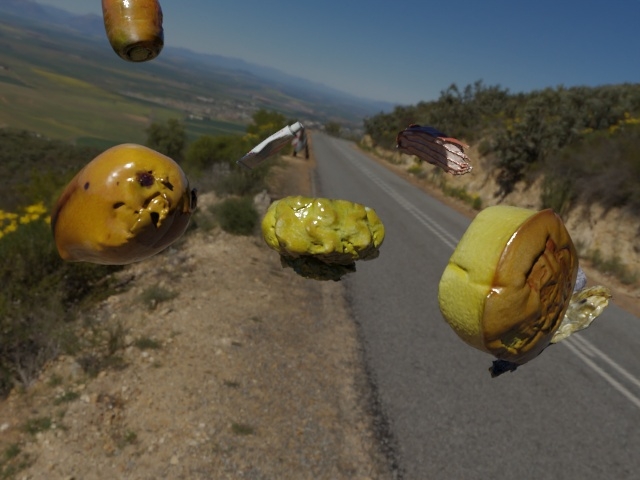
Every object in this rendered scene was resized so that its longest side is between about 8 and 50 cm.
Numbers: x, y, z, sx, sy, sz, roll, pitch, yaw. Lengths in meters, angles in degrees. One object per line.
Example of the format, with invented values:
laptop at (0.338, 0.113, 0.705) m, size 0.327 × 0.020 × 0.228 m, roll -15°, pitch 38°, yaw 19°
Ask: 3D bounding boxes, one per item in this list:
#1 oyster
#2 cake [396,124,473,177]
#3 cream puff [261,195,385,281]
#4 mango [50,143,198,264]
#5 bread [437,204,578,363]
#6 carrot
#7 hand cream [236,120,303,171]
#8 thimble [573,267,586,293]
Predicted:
oyster at (0.501, 0.193, 1.317) m, size 0.345 × 0.079 × 0.128 m, roll -31°, pitch 13°, yaw -12°
cake at (0.328, -0.265, 1.744) m, size 0.135 × 0.098 × 0.287 m, roll -6°, pitch 29°, yaw -34°
cream puff at (0.002, 0.000, 1.362) m, size 0.281 × 0.185 × 0.282 m, roll 6°, pitch -6°, yaw 1°
mango at (-0.283, -0.044, 0.858) m, size 0.153 × 0.201 × 0.287 m, roll 49°, pitch -31°, yaw -16°
bread at (0.323, 0.070, 0.997) m, size 0.269 × 0.270 × 0.148 m, roll 2°, pitch 14°, yaw -42°
carrot at (-0.271, -0.346, 0.848) m, size 0.087 × 0.194 × 0.087 m, roll -13°, pitch -17°, yaw -4°
hand cream at (-0.137, -0.264, 1.680) m, size 0.052 × 0.216 × 0.038 m, roll 50°, pitch 22°, yaw -24°
thimble at (0.618, 0.120, 1.570) m, size 0.150 × 0.098 × 0.150 m, roll -3°, pitch 24°, yaw 1°
